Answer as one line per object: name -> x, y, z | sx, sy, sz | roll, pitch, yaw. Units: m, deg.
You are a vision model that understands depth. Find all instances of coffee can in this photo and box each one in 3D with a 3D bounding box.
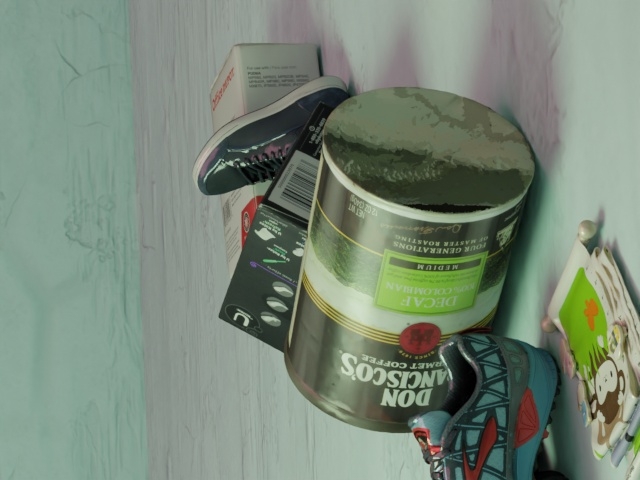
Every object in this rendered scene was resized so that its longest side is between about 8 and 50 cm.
coffee can -> 0.081, 0.019, 1.819 | 0.201, 0.202, 0.275 | -111, 24, -48

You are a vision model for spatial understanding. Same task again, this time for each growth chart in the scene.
growth chart -> 0.242, 0.103, 1.594 | 0.237, 0.021, 0.172 | -108, 21, -46

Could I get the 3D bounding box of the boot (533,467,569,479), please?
boot -> 0.193, 0.217, 1.751 | 0.121, 0.045, 0.099 | 110, 159, -50

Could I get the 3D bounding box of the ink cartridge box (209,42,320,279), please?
ink cartridge box -> -0.065, -0.104, 2.489 | 0.197, 0.114, 0.272 | 132, 132, -69

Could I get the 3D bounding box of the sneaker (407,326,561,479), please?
sneaker -> 0.124, 0.201, 1.686 | 0.104, 0.125, 0.261 | -36, 34, 56

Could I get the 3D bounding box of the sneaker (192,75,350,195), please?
sneaker -> -0.047, -0.087, 2.289 | 0.086, 0.226, 0.163 | 45, -162, -47

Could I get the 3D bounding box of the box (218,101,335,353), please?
box -> 0.000, 0.000, 2.107 | 0.165, 0.143, 0.270 | -60, -3, -32
